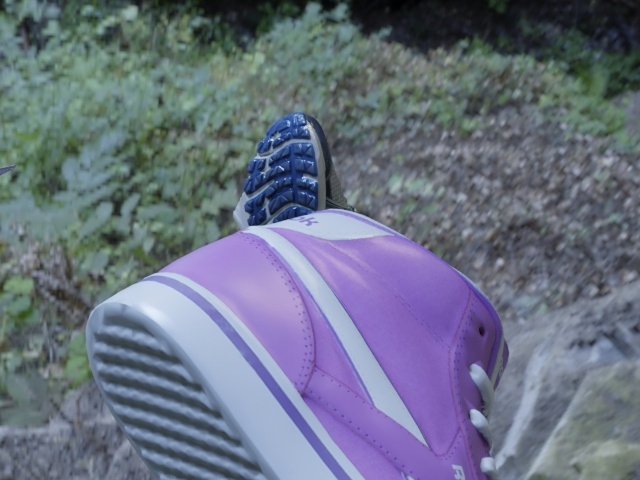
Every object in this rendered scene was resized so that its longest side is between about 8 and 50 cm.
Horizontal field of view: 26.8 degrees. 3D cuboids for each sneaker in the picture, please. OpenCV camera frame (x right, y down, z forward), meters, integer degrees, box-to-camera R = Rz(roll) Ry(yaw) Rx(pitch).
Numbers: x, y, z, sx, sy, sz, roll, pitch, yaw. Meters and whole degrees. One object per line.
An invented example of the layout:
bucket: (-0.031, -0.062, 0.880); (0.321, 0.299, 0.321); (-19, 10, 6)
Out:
sneaker: (0.000, 0.000, 0.705); (0.058, 0.052, 0.135); (-12, 96, -49)
sneaker: (0.051, 0.108, 0.522); (0.161, 0.102, 0.282); (-26, 80, -41)

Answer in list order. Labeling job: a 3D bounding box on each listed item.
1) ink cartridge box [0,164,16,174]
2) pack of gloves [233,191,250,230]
ink cartridge box: (-0.301, 0.018, 0.802); (0.208, 0.206, 0.045); (-22, 93, 13)
pack of gloves: (0.003, 0.084, 0.882); (0.046, 0.195, 0.232); (-17, 69, -27)
